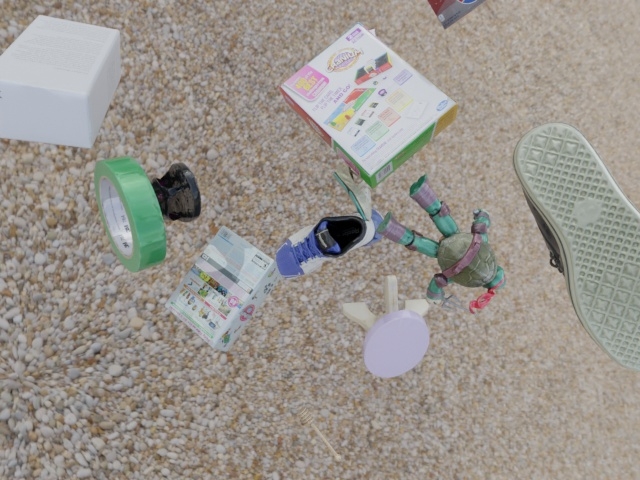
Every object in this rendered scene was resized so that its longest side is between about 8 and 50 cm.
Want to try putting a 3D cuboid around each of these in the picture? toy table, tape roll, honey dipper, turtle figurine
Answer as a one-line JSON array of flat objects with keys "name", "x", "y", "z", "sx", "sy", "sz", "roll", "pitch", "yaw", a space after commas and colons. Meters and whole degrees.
[{"name": "toy table", "x": 0.194, "y": 0.241, "z": 1.302, "sx": 0.252, "sy": 0.274, "sz": 0.160, "roll": 7, "pitch": 42, "yaw": -14}, {"name": "tape roll", "x": -0.536, "y": -0.072, "z": 1.296, "sx": 0.077, "sy": 0.321, "sz": 0.321, "roll": -21, "pitch": 88, "yaw": -36}, {"name": "honey dipper", "x": 0.000, "y": 0.487, "z": 1.160, "sx": 0.030, "sy": 0.030, "sz": 0.160, "roll": -39, "pitch": 93, "yaw": -35}, {"name": "turtle figurine", "x": 0.213, "y": 0.015, "z": 0.725, "sx": 0.234, "sy": 0.118, "sz": 0.175, "roll": 39, "pitch": 87, "yaw": -9}]

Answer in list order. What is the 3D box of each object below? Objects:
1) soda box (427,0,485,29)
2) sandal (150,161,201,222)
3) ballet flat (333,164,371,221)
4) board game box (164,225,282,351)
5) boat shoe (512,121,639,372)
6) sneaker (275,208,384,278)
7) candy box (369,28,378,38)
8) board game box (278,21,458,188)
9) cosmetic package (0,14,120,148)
[{"name": "soda box", "x": 0.324, "y": -0.509, "z": 0.852, "sx": 0.083, "sy": 0.263, "sz": 0.092, "roll": -43, "pitch": 105, "yaw": -35}, {"name": "sandal", "x": -0.469, "y": -0.116, "z": 1.386, "sx": 0.107, "sy": 0.446, "sz": 0.167, "roll": -26, "pitch": 100, "yaw": -33}, {"name": "ballet flat", "x": 0.085, "y": -0.116, "z": 1.060, "sx": 0.052, "sy": 0.057, "sz": 0.168, "roll": -30, "pitch": 58, "yaw": -1}, {"name": "board game box", "x": -0.288, "y": 0.142, "z": 1.400, "sx": 0.224, "sy": 0.097, "sz": 0.303, "roll": 33, "pitch": 83, "yaw": 25}, {"name": "boat shoe", "x": 0.533, "y": 0.005, "z": 0.894, "sx": 0.499, "sy": 0.187, "sz": 0.156, "roll": 65, "pitch": 24, "yaw": 8}, {"name": "sneaker", "x": 0.001, "y": 0.000, "z": 1.206, "sx": 0.182, "sy": 0.316, "sz": 0.127, "roll": -5, "pitch": 72, "yaw": -68}, {"name": "candy box", "x": 0.142, "y": -0.396, "z": 1.173, "sx": 0.165, "sy": 0.070, "sz": 0.196, "roll": 54, "pitch": 22, "yaw": -62}, {"name": "board game box", "x": 0.099, "y": -0.303, "z": 1.017, "sx": 0.242, "sy": 0.064, "sz": 0.316, "roll": -40, "pitch": 69, "yaw": -3}, {"name": "cosmetic package", "x": -0.709, "y": -0.450, "z": 1.281, "sx": 0.230, "sy": 0.161, "sz": 0.453, "roll": 6, "pitch": 41, "yaw": -15}]
